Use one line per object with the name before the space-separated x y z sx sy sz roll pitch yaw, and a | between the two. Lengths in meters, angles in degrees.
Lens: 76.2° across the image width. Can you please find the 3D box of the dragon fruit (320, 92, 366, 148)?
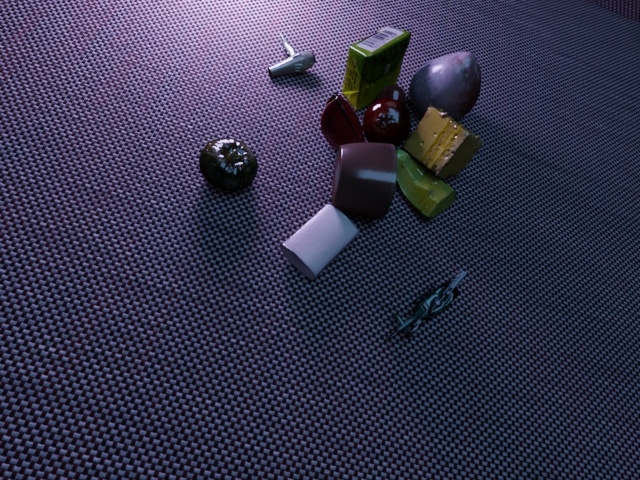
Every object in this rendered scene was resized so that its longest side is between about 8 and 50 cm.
dragon fruit | 0.087 -0.512 1.781 0.189 0.163 0.262 -34 117 -1

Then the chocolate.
chocolate | 0.247 -0.800 1.886 0.301 0.289 0.137 -37 68 -25

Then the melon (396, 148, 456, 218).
melon | 0.430 -0.257 1.775 0.196 0.124 0.323 -33 74 -30

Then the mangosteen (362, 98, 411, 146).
mangosteen | 0.294 -0.510 1.808 0.215 0.257 0.215 1 96 13

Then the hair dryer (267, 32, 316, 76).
hair dryer | -0.184 -0.863 1.928 0.229 0.092 0.267 -40 67 -20

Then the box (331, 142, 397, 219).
box | 0.164 -0.239 1.618 0.216 0.301 0.301 5 65 -6

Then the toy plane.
toy plane | 0.391 0.256 1.521 0.381 0.155 0.106 -33 78 -8

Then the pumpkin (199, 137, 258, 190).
pumpkin | -0.350 -0.294 1.568 0.223 0.157 0.224 12 60 -21

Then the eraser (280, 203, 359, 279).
eraser | 0.000 0.000 1.561 0.174 0.095 0.270 43 64 6

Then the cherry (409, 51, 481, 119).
cherry | 0.584 -0.727 1.927 0.326 0.335 0.291 12 79 17

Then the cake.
cake | 0.509 -0.434 1.775 0.222 0.227 0.286 -1 43 -53

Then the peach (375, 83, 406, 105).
peach | 0.334 -0.640 1.916 0.152 0.152 0.152 6 65 -12
